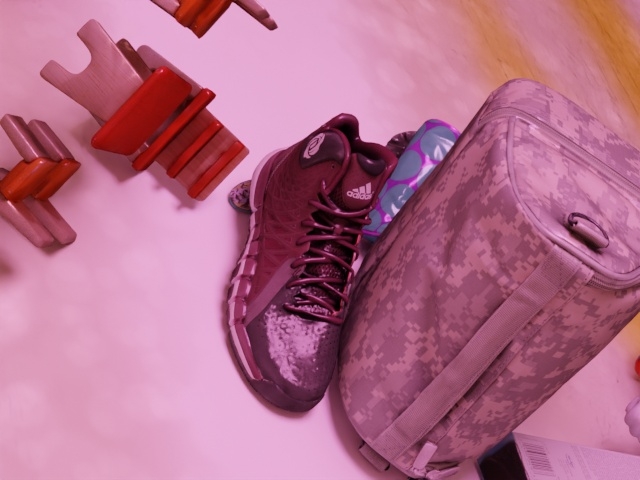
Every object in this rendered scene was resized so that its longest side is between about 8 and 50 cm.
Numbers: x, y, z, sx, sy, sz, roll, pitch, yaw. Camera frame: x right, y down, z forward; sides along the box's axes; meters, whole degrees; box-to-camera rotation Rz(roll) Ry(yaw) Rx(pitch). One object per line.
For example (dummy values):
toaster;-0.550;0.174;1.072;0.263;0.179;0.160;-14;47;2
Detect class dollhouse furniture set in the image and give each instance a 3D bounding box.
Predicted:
dollhouse furniture set;-0.140;-0.104;1.070;0.135;0.262;0.259;44;3;0

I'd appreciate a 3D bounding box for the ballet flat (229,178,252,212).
ballet flat;-0.041;-0.052;1.272;0.114;0.041;0.041;-2;53;-45

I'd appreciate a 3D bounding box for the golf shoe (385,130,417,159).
golf shoe;0.181;-0.042;1.450;0.273;0.105;0.120;28;11;-14

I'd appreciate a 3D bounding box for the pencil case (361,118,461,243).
pencil case;0.100;-0.053;1.325;0.064;0.070;0.152;45;71;-40

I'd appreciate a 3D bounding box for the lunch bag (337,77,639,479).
lunch bag;0.154;0.046;1.132;0.212;0.305;0.256;37;31;-2

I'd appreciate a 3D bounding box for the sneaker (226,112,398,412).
sneaker;0.000;0.000;1.123;0.106;0.162;0.281;19;51;-28

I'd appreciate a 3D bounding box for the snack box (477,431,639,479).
snack box;0.269;0.332;1.135;0.187;0.060;0.322;16;42;-32

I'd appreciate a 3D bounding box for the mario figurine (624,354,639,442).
mario figurine;0.400;0.208;1.352;0.170;0.198;0.320;-4;36;5
